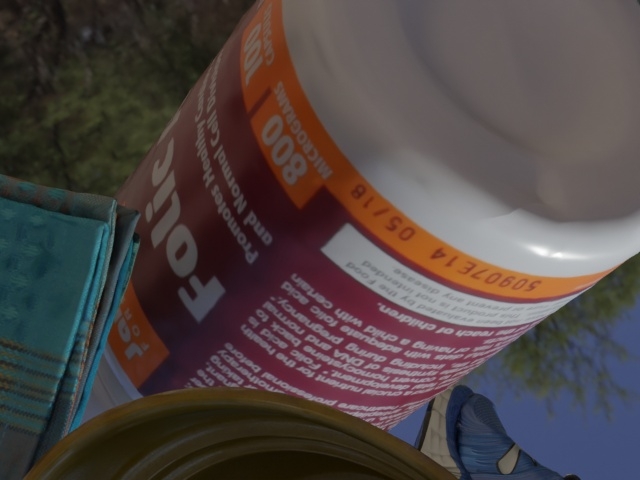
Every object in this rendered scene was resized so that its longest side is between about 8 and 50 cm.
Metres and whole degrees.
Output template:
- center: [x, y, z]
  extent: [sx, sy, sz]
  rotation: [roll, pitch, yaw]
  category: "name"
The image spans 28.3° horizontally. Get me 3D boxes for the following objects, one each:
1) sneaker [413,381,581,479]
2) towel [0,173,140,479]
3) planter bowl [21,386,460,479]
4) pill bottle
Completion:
- center: [0.139, 0.224, 1.057]
  extent: [0.147, 0.130, 0.330]
  rotation: [18, -163, 1]
  category: "sneaker"
- center: [-0.295, 0.069, 0.579]
  extent: [0.370, 0.271, 0.040]
  rotation: [14, 168, 2]
  category: "towel"
- center: [0.000, 0.142, 0.420]
  extent: [0.217, 0.217, 0.090]
  rotation: [-20, -179, 25]
  category: "planter bowl"
- center: [0.000, 0.000, 0.731]
  extent: [0.224, 0.224, 0.392]
  rotation: [-44, 179, -42]
  category: "pill bottle"
